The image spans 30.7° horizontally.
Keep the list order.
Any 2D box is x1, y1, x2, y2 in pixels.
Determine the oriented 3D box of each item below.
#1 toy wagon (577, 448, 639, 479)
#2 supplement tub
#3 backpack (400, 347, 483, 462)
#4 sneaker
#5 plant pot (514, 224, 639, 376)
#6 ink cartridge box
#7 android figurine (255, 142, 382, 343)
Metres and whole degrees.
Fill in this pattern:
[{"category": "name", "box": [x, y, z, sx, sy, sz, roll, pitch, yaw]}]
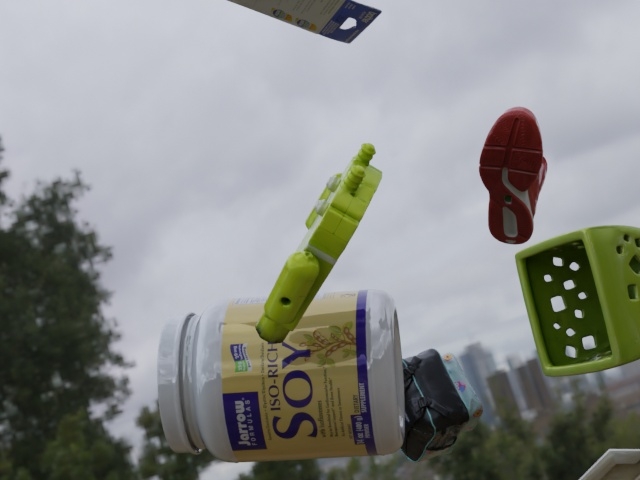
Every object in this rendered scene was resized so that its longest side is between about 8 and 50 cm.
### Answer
[{"category": "toy wagon", "box": [0.623, 0.552, 2.156, 0.267, 0.344, 0.068, -46, -11, 4]}, {"category": "supplement tub", "box": [-0.050, 0.198, 1.689, 0.331, 0.241, 0.241, -5, -10, 7]}, {"category": "backpack", "box": [0.193, 0.300, 2.081, 0.144, 0.166, 0.188, -12, -35, -29]}, {"category": "sneaker", "box": [0.270, -0.114, 1.612, 0.087, 0.128, 0.221, 11, -47, 12]}, {"category": "plant pot", "box": [0.484, 0.090, 1.932, 0.207, 0.227, 0.228, -11, -6, -24]}, {"category": "ink cartridge box", "box": [-0.074, -0.366, 1.596, 0.311, 0.065, 0.186, 21, -10, -10]}, {"category": "android figurine", "box": [0.000, 0.000, 1.452, 0.273, 0.056, 0.248, -60, 2, 35]}]
